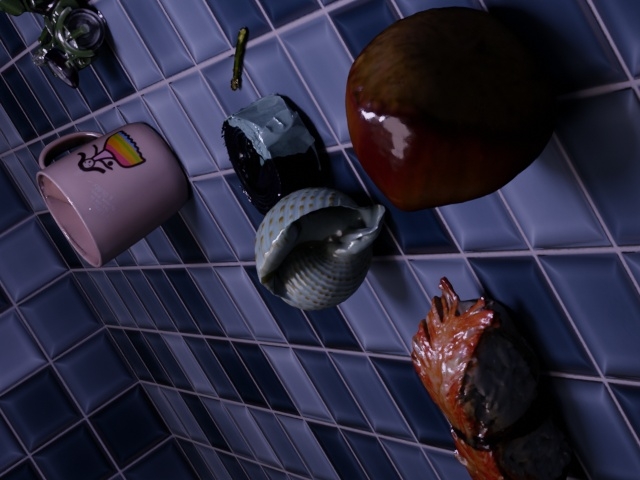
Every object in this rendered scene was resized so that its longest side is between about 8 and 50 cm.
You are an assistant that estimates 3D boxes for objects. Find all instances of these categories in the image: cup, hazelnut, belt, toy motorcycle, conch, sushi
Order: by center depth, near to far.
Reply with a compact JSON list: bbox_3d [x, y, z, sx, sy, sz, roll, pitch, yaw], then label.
[{"bbox_3d":[0.118,-0.115,1.455,0.208,0.208,0.208,47,159,24],"label":"hazelnut"},{"bbox_3d":[0.213,0.200,1.842,0.124,0.130,0.332,18,143,54],"label":"sushi"},{"bbox_3d":[-0.004,-0.004,1.996,0.172,0.200,0.131,27,-157,-29],"label":"conch"},{"bbox_3d":[-0.067,-0.118,2.054,0.151,0.078,0.198,58,163,7],"label":"belt"},{"bbox_3d":[-0.460,-0.380,2.509,0.275,0.127,0.205,56,164,-10],"label":"toy motorcycle"},{"bbox_3d":[-0.366,-0.104,2.608,0.253,0.200,0.191,42,157,32],"label":"cup"}]

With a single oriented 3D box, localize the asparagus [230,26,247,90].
[{"bbox_3d":[-0.111,-0.244,2.057,0.016,0.013,0.166,62,163,17],"label":"asparagus"}]
